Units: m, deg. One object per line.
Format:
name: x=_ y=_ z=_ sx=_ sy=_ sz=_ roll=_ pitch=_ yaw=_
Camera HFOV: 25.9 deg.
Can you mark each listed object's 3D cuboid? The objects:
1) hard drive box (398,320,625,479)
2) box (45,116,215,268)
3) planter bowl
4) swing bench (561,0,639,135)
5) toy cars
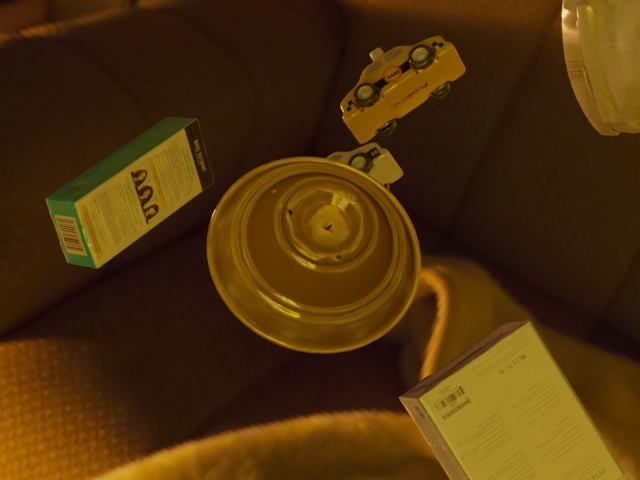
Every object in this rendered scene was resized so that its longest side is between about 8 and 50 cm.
hard drive box: x=0.240 y=0.245 z=1.750 sx=0.232 sy=0.181 sz=0.089 roll=59 pitch=-14 yaw=-2
box: x=-0.248 y=-0.068 z=1.849 sx=0.060 sy=0.100 sz=0.244 roll=9 pitch=35 yaw=37
planter bowl: x=0.000 y=0.000 z=1.418 sx=0.217 sy=0.217 sz=0.090 roll=21 pitch=27 yaw=1
swing bench: x=0.391 y=-0.164 z=1.254 sx=0.255 sy=0.165 sz=0.253 roll=-7 pitch=11 yaw=-43
toy cars: x=0.064 y=-0.159 z=2.042 sx=0.176 sy=0.393 sz=0.087 roll=-6 pitch=50 yaw=-37
